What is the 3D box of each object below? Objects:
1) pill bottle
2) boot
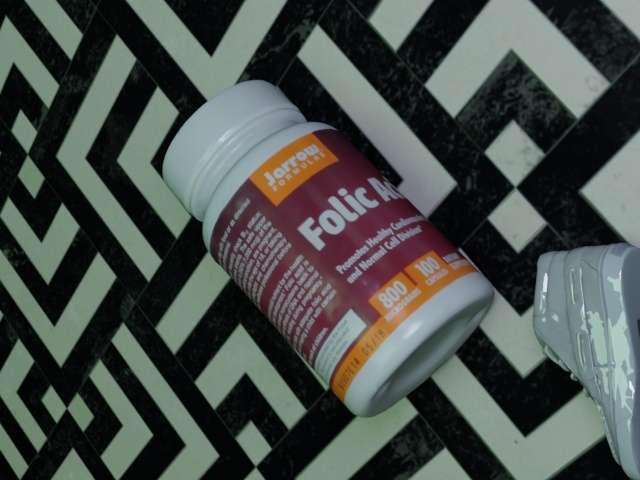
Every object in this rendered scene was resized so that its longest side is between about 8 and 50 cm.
[{"bbox_3d":[0.000,0.000,1.260,0.392,0.224,0.224,46,128,19],"label":"pill bottle"},{"bbox_3d":[0.306,0.132,1.145,0.123,0.095,0.258,-4,93,47],"label":"boot"}]
